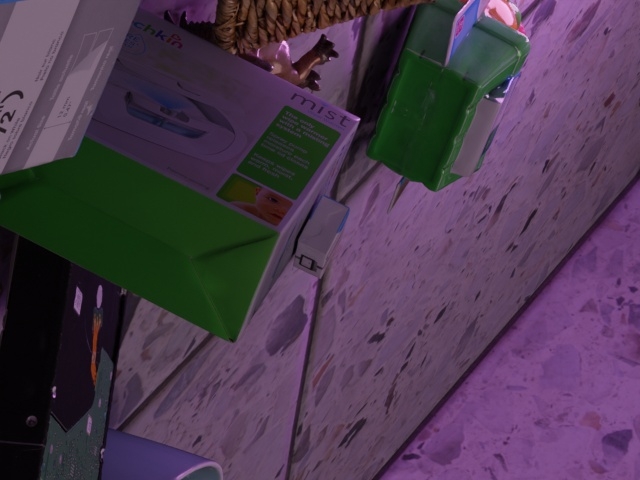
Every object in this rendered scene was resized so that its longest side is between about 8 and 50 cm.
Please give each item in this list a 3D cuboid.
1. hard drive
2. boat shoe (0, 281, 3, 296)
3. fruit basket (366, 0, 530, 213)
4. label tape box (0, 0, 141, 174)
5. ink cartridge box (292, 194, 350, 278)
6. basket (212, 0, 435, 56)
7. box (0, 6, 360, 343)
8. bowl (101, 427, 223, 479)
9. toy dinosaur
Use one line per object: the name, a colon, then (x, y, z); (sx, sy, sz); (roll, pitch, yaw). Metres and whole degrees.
hard drive: (-0.241, 0.099, 1.808); (0.237, 0.064, 0.339); (74, 20, -70)
boat shoe: (-0.336, 0.110, 1.847); (0.170, 0.059, 0.063); (-61, 163, 19)
fruit basket: (0.207, -0.232, 2.526); (0.353, 0.165, 0.327); (-43, 160, -46)
label tape box: (-0.256, -0.154, 1.286); (0.348, 0.115, 0.249); (-25, 147, -60)
ink cartridge box: (0.000, 0.000, 1.657); (0.048, 0.028, 0.083); (-62, 176, -19)
basket: (-0.019, -0.335, 1.679); (0.223, 0.213, 0.299); (-18, 154, -13)
box: (-0.131, -0.067, 1.639); (0.127, 0.262, 0.231); (-66, 174, 34)
bowl: (-0.272, 0.344, 2.302); (0.311, 0.163, 0.311); (-48, 163, -20)
toy dinosaur: (-0.100, -0.165, 1.889); (0.200, 0.127, 0.295); (-35, 173, -25)
